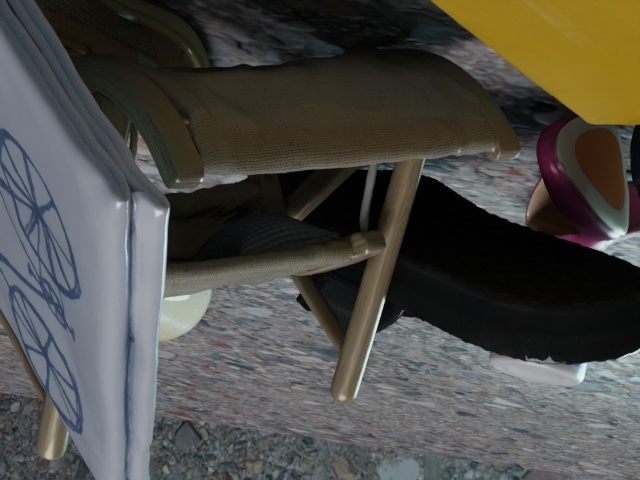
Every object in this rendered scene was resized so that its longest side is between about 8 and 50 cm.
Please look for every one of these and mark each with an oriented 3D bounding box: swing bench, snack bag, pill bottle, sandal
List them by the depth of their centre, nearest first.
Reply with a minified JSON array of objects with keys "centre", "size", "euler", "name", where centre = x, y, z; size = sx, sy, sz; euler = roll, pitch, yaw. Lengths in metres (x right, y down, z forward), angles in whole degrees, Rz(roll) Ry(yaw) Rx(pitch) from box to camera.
[{"centre":[-0.172,-0.063,0.948],"size":[0.037,0.342,0.323],"euler":[-26,155,-19],"name":"snack bag"},{"centre":[-0.059,-0.021,1.154],"size":[0.253,0.165,0.254],"euler":[-5,138,-38],"name":"swing bench"},{"centre":[0.061,0.032,1.337],"size":[0.167,0.107,0.446],"euler":[-8,-162,-27],"name":"sandal"},{"centre":[0.185,0.041,1.482],"size":[0.078,0.137,0.078],"euler":[13,168,3],"name":"pill bottle"}]

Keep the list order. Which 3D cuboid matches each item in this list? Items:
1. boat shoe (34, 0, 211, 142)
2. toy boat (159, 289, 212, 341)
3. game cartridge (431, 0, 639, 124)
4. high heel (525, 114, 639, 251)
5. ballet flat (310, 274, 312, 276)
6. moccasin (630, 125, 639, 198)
[{"centre":[-0.168,-0.116,1.203],"size":[0.122,0.110,0.341],"euler":[8,166,20],"name":"boat shoe"},{"centre":[-0.286,0.028,1.933],"size":[0.318,0.148,0.267],"euler":[-9,161,40],"name":"toy boat"},{"centre":[0.185,-0.137,0.928],"size":[0.285,0.052,0.324],"euler":[3,162,38],"name":"game cartridge"},{"centre":[0.164,-0.036,1.302],"size":[0.117,0.082,0.244],"euler":[-5,174,25],"name":"high heel"},{"centre":[0.000,0.000,1.653],"size":[0.206,0.073,0.067],"euler":[6,152,14],"name":"ballet flat"},{"centre":[0.305,0.001,1.235],"size":[0.342,0.117,0.138],"euler":[22,164,-37],"name":"moccasin"}]
